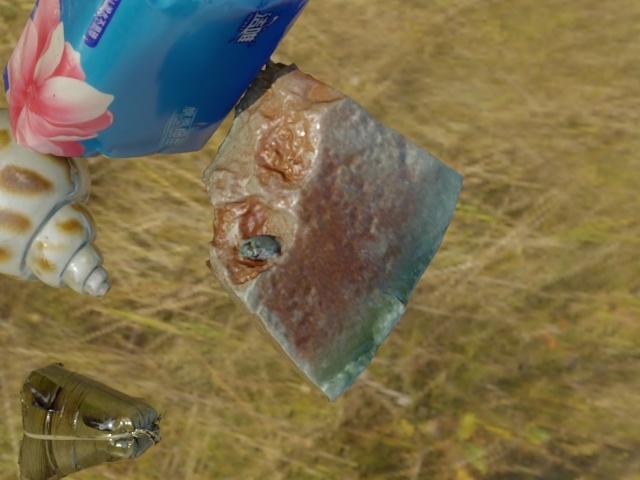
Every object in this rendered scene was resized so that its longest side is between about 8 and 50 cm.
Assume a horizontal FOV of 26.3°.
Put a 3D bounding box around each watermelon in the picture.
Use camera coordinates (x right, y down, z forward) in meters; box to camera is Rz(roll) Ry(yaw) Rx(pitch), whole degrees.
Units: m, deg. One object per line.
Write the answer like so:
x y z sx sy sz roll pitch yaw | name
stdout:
0.014 0.007 1.338 0.264 0.151 0.302 -59 138 -9 | watermelon

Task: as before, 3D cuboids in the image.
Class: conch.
-0.309 -0.039 1.333 0.182 0.275 0.149 -51 141 -2 | conch

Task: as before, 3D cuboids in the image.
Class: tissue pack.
-0.137 -0.187 1.197 0.209 0.269 0.137 -5 60 -36 | tissue pack

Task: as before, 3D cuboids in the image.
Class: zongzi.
-0.246 0.242 1.490 0.081 0.189 0.178 -24 129 -59 | zongzi
